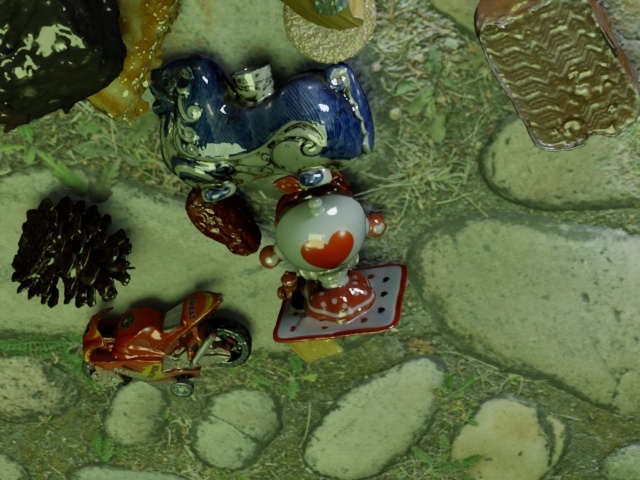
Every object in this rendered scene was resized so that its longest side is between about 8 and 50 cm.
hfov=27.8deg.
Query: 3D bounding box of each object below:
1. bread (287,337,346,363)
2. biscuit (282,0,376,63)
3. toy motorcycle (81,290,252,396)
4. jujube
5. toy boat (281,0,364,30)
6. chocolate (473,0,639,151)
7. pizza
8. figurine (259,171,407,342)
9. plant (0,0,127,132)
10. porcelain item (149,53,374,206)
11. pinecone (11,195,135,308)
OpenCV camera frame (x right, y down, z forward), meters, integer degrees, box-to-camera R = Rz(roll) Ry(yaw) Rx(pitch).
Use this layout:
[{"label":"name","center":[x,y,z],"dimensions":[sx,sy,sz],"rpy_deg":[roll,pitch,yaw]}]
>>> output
[{"label":"bread","center":[-0.008,0.154,1.974],"dimensions":[0.083,0.035,0.070],"rpy_deg":[-28,120,37]},{"label":"biscuit","center":[0.011,-0.275,1.579],"dimensions":[0.120,0.015,0.120],"rpy_deg":[2,103,8]},{"label":"toy motorcycle","center":[-0.255,0.160,1.984],"dimensions":[0.298,0.089,0.171],"rpy_deg":[-14,128,21]},{"label":"jujube","center":[-0.133,-0.028,1.808],"dimensions":[0.077,0.077,0.129],"rpy_deg":[-27,120,29]},{"label":"toy boat","center":[-0.045,-0.335,1.342],"dimensions":[0.115,0.089,0.310],"rpy_deg":[-25,132,32]},{"label":"chocolate","center":[0.290,-0.220,1.558],"dimensions":[0.148,0.093,0.214],"rpy_deg":[-19,124,26]},{"label":"pizza","center":[-0.240,-0.262,1.630],"dimensions":[0.199,0.062,0.188],"rpy_deg":[-33,91,20]},{"label":"figurine","center":[0.000,0.000,1.768],"dimensions":[0.183,0.160,0.226],"rpy_deg":[-8,123,16]},{"label":"plant","center":[-0.356,-0.238,1.544],"dimensions":[0.234,0.178,0.204],"rpy_deg":[-18,167,22]},{"label":"porcelain item","center":[-0.077,-0.160,1.664],"dimensions":[0.288,0.138,0.186],"rpy_deg":[-7,112,22]},{"label":"pinecone","center":[-0.344,0.024,1.846],"dimensions":[0.165,0.163,0.163],"rpy_deg":[18,134,-30]}]
